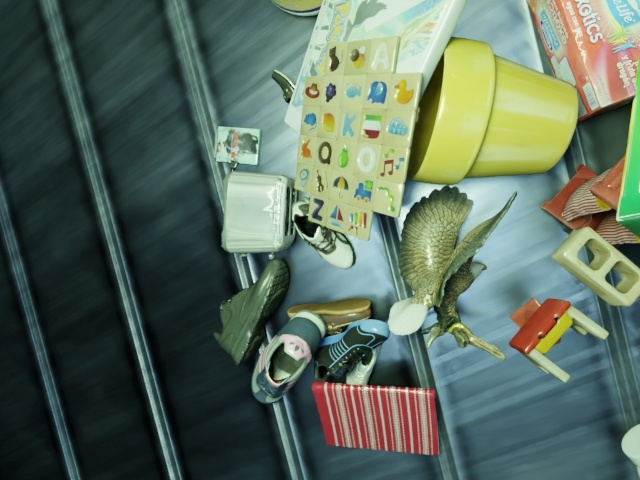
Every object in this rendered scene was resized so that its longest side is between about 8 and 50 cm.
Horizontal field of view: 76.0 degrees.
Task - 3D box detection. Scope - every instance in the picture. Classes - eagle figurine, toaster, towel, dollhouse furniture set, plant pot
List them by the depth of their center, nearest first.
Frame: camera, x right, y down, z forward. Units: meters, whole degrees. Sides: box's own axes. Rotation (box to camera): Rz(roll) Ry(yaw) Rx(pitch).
[{"bbox_3d":[0.427,0.029,0.695,0.152,0.201,0.374,42,90,8],"label":"dollhouse furniture set"},{"bbox_3d":[0.302,-0.217,0.745,0.238,0.254,0.254,9,98,0],"label":"plant pot"},{"bbox_3d":[0.258,0.049,0.809,0.226,0.225,0.299,3,107,27],"label":"eagle figurine"},{"bbox_3d":[0.123,0.399,0.928,0.274,0.031,0.199,-3,117,17],"label":"towel"},{"bbox_3d":[-0.137,-0.072,0.945,0.146,0.129,0.227,4,94,13],"label":"toaster"}]

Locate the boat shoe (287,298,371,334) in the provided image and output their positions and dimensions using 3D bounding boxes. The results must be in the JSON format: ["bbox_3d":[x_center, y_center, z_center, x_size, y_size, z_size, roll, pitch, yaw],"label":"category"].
[{"bbox_3d":[0.024,0.182,0.951,0.206,0.073,0.073,-10,100,26],"label":"boat shoe"}]

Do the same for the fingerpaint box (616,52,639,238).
[{"bbox_3d":[0.587,-0.148,0.514,0.370,0.163,0.445,29,71,-20],"label":"fingerpaint box"}]

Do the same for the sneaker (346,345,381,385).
[{"bbox_3d":[0.093,0.294,0.944,0.053,0.061,0.152,22,103,12],"label":"sneaker"}]

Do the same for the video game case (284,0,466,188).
[{"bbox_3d":[0.067,-0.310,0.758,0.300,0.036,0.329,46,125,36],"label":"video game case"}]

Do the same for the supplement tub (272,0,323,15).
[{"bbox_3d":[-0.065,-0.601,0.758,0.240,0.331,0.241,2,96,17],"label":"supplement tub"}]

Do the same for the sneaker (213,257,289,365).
[{"bbox_3d":[-0.177,0.160,0.994,0.130,0.109,0.287,32,102,18],"label":"sneaker"}]

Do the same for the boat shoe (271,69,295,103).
[{"bbox_3d":[-0.067,-0.334,0.934,0.042,0.049,0.133,-44,87,8],"label":"boat shoe"}]

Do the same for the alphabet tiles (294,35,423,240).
[{"bbox_3d":[0.051,-0.185,0.756,0.285,0.011,0.343,21,110,46],"label":"alphabet tiles"}]

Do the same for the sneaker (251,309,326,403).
[{"bbox_3d":[-0.103,0.297,0.938,0.112,0.131,0.319,32,122,6],"label":"sneaker"}]

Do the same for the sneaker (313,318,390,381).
[{"bbox_3d":[0.065,0.244,0.888,0.081,0.091,0.232,26,141,-23],"label":"sneaker"}]

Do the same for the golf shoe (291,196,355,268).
[{"bbox_3d":[0.000,0.000,0.911,0.077,0.094,0.198,-38,102,21],"label":"golf shoe"}]

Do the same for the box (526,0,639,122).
[{"bbox_3d":[0.480,-0.379,0.709,0.142,0.154,0.300,-21,88,17],"label":"box"}]

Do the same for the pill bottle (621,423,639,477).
[{"bbox_3d":[0.674,0.445,0.751,0.208,0.117,0.117,46,106,7],"label":"pill bottle"}]

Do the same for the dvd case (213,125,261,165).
[{"bbox_3d":[-0.205,-0.233,1.006,0.119,0.013,0.087,9,98,17],"label":"dvd case"}]
